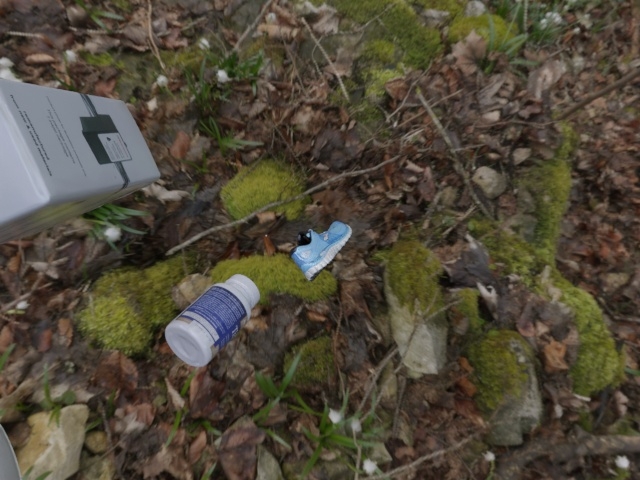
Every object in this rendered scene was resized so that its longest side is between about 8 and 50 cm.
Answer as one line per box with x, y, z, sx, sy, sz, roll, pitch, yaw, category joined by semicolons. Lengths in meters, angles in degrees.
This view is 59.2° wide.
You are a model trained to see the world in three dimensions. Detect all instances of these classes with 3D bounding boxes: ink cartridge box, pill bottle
-0.242;-0.052;0.446;0.153;0.208;0.086;-22;98;6;ink cartridge box
-0.130;0.095;0.704;0.067;0.067;0.120;48;46;-4;pill bottle

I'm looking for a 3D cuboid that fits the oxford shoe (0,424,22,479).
-0.537;0.488;0.885;0.169;0.130;0.449;8;61;-45;oxford shoe

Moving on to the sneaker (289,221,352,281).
0.000;0.000;0.954;0.073;0.162;0.063;42;123;0;sneaker
